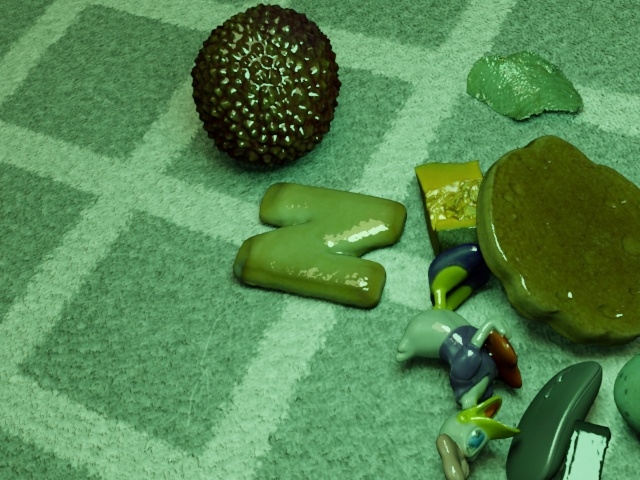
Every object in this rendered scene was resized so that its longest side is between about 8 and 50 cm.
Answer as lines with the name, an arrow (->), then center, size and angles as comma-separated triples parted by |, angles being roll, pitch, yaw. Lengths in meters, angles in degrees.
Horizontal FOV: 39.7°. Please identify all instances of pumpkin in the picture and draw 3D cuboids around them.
pumpkin -> 0.253, -0.041, 1.601 | 0.131, 0.126, 0.248 | -15, 35, 11

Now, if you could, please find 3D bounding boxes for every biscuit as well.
biscuit -> 0.000, 0.000, 1.654 | 0.290, 0.062, 0.237 | 12, 59, 18
biscuit -> 0.436, 0.001, 1.469 | 0.381, 0.074, 0.359 | 17, 63, -14

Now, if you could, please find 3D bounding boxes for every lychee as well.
lychee -> -0.105, -0.308, 1.750 | 0.306, 0.306, 0.330 | -23, 67, -4

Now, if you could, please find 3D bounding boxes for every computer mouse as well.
computer mouse -> 0.354, 0.276, 1.358 | 0.057, 0.120, 0.232 | 39, 67, -8

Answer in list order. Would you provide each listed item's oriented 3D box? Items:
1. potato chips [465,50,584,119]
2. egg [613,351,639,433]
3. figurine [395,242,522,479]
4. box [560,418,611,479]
potato chips -> 0.407, -0.306, 1.782 | 0.228, 0.059, 0.167 | -3, 65, 11
egg -> 0.556, 0.229, 1.307 | 0.236, 0.169, 0.169 | 5, 57, 13
figurine -> 0.220, 0.202, 1.411 | 0.193, 0.154, 0.421 | -16, 52, 7
box -> 0.327, 0.434, 1.189 | 0.058, 0.211, 0.350 | 11, 59, 21
